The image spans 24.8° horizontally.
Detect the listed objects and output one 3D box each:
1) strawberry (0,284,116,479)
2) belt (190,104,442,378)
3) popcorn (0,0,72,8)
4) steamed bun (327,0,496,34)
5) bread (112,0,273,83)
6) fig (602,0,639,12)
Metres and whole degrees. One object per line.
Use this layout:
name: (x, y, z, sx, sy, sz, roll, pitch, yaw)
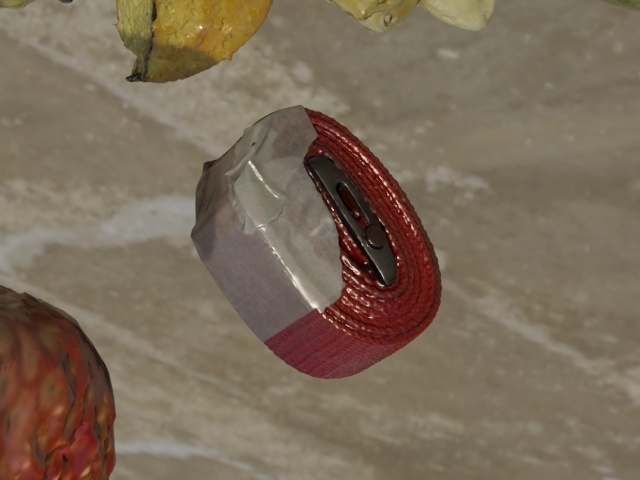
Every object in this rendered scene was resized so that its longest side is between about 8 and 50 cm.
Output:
strawberry: (-0.230, 0.132, 0.562, 0.267, 0.351, 0.312, 58, 151, 10)
belt: (0.000, 0.000, 1.074, 0.201, 0.128, 0.124, 54, 147, 0)
popcorn: (-0.205, -0.177, 0.697, 0.218, 0.189, 0.169, 12, 121, 23)
steamed bun: (0.039, -0.211, 0.926, 0.106, 0.177, 0.192, -21, 98, 36)
bread: (-0.108, -0.251, 1.296, 0.139, 0.143, 0.229, 0, 130, -16)
fig: (0.177, -0.219, 0.579, 0.233, 0.233, 0.314, 15, 170, 8)
